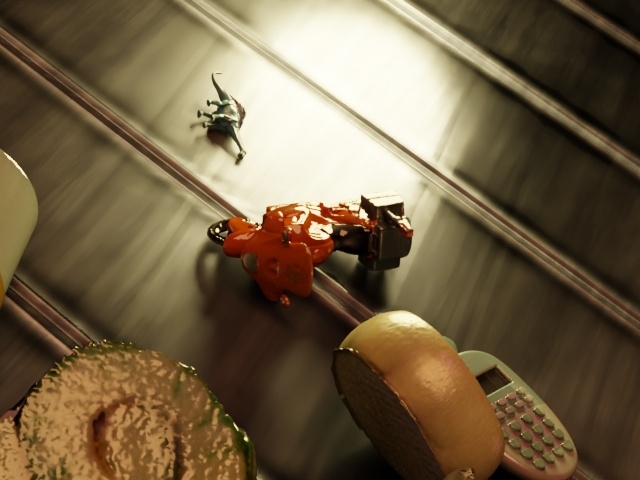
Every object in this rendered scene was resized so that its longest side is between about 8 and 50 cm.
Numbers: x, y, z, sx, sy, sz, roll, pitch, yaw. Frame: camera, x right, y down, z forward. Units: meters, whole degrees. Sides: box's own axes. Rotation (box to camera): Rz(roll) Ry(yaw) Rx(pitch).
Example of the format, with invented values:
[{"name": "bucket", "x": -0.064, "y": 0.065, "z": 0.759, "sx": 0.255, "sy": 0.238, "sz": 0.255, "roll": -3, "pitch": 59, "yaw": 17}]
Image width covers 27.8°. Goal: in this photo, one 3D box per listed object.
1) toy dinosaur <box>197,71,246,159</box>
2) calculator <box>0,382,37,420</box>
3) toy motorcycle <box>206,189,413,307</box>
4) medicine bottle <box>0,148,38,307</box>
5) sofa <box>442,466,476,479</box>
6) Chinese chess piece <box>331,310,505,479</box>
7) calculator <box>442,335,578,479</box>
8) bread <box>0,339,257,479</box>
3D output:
[{"name": "toy dinosaur", "x": -0.167, "y": -0.218, "z": 2.225, "sx": 0.080, "sy": 0.045, "sz": 0.197, "roll": 7, "pitch": 51, "yaw": -34}, {"name": "calculator", "x": -0.345, "y": 0.294, "z": 1.650, "sx": 0.194, "sy": 0.043, "sz": 0.294, "roll": 33, "pitch": 47, "yaw": 9}, {"name": "toy motorcycle", "x": 0.000, "y": 0.000, "z": 2.013, "sx": 0.326, "sy": 0.147, "sz": 0.221, "roll": -8, "pitch": 28, "yaw": -21}, {"name": "medicine bottle", "x": -0.519, "y": 0.006, "z": 1.715, "sx": 0.238, "sy": 0.238, "sz": 0.232, "roll": 18, "pitch": 41, "yaw": -5}, {"name": "sofa", "x": 0.060, "y": 0.374, "z": 1.616, "sx": 0.225, "sy": 0.210, "sz": 0.176, "roll": 18, "pitch": 45, "yaw": -4}, {"name": "Chinese chess piece", "x": 0.130, "y": 0.225, "z": 1.750, "sx": 0.112, "sy": 0.270, "sz": 0.270, "roll": -34, "pitch": 64, "yaw": -16}, {"name": "calculator", "x": 0.257, "y": 0.249, "z": 1.918, "sx": 0.299, "sy": 0.041, "sz": 0.185, "roll": 43, "pitch": 34, "yaw": 21}, {"name": "bread", "x": -0.269, "y": 0.303, "z": 1.555, "sx": 0.382, "sy": 0.129, "sz": 0.366, "roll": 10, "pitch": 60, "yaw": -24}]
